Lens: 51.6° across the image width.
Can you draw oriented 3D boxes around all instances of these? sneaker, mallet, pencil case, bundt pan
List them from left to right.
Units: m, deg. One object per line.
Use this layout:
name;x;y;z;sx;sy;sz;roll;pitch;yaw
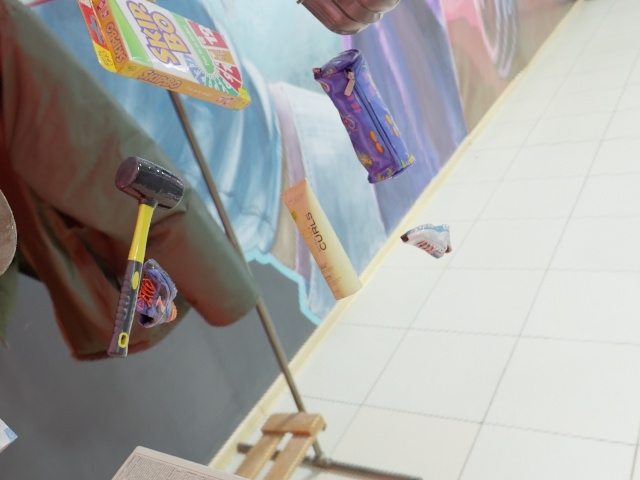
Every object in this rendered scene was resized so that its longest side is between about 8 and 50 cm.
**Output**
mallet;-0.178;0.010;0.614;0.039;0.062;0.190;-11;57;37
sneaker;-0.386;0.132;1.530;0.087;0.221;0.083;-33;57;-32
pencil case;0.099;-0.270;1.460;0.119;0.306;0.133;-30;22;0
bundt pan;0.118;-0.503;1.227;0.331;0.124;0.331;-37;16;13
sneaker;0.274;0.006;1.645;0.190;0.083;0.071;-2;-20;-45

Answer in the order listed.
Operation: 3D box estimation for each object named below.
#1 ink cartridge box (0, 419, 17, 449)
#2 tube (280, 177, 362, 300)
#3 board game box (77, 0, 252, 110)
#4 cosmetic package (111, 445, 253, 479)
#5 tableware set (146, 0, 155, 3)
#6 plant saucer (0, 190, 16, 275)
ink cartridge box;-0.718;0.393;1.357;0.090;0.143;0.092;-44;2;-8
tube;0.000;0.000;1.292;0.070;0.240;0.062;-27;1;10
board game box;-0.201;-0.254;0.883;0.039;0.124;0.259;-33;-17;29
cosmetic package;-0.219;0.467;1.102;0.309;0.113;0.160;5;41;31
tableware set;-0.404;-0.484;1.318;0.141;0.020;0.168;1;10;20
plant saucer;-0.733;-0.033;1.248;0.310;0.311;0.050;-13;23;12
